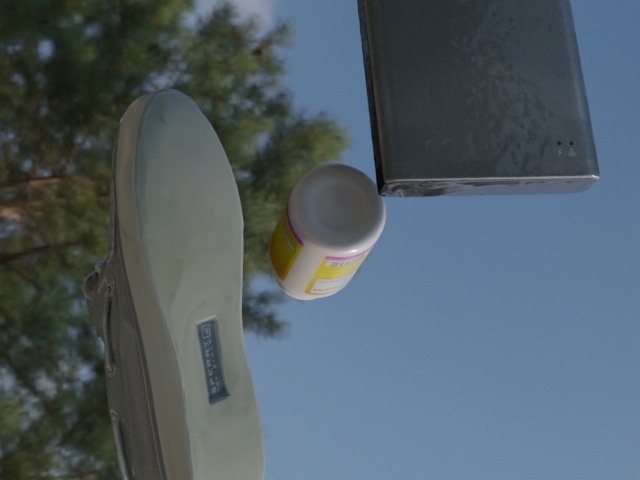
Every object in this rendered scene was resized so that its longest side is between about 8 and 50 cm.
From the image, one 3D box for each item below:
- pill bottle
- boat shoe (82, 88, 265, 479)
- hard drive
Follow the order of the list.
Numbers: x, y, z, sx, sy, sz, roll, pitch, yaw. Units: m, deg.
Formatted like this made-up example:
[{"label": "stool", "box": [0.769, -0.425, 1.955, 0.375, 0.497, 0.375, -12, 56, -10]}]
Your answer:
[{"label": "pill bottle", "box": [0.000, 0.000, 0.538, 0.083, 0.043, 0.043, 120, -48, -65]}, {"label": "boat shoe", "box": [-0.088, 0.038, 0.607, 0.081, 0.079, 0.228, -6, -87, 35]}, {"label": "hard drive", "box": [0.065, -0.086, 0.510, 0.022, 0.094, 0.135, 117, -30, -69]}]
